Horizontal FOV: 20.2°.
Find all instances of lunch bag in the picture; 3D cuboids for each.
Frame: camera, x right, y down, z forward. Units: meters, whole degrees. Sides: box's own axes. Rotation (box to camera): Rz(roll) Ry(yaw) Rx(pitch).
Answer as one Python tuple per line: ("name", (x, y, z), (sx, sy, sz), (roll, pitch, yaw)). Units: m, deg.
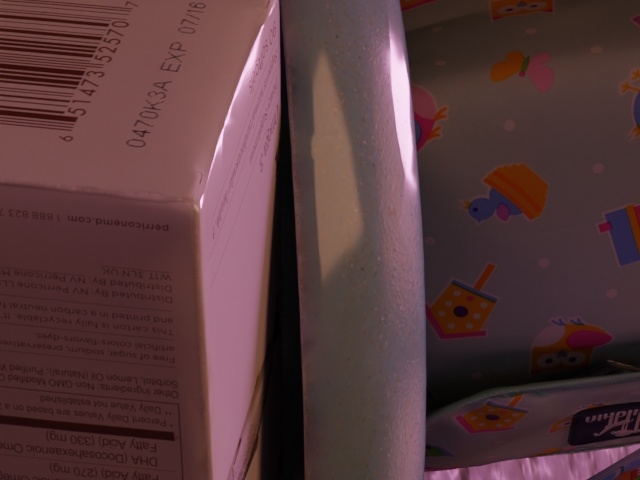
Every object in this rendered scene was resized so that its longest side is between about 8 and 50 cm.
("lunch bag", (0.129, 0.003, 0.844), (0.160, 0.223, 0.262), (-98, 180, -57))

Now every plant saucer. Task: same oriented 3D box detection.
("plant saucer", (0.000, 0.000, 0.647), (0.317, 0.044, 0.317), (178, -90, -85))

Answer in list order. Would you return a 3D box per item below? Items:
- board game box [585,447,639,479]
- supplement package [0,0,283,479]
("board game box", (0.046, 0.147, 0.627), (0.039, 0.211, 0.160), (56, 22, 1))
("supplement package", (-0.069, 0.028, 0.490), (0.105, 0.105, 0.179), (-76, 170, -52))
